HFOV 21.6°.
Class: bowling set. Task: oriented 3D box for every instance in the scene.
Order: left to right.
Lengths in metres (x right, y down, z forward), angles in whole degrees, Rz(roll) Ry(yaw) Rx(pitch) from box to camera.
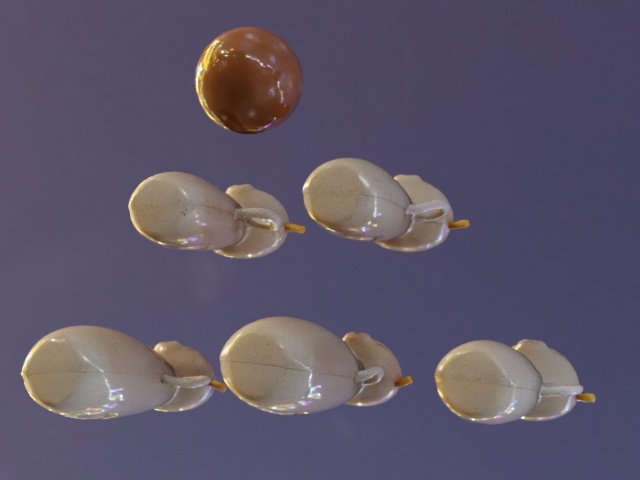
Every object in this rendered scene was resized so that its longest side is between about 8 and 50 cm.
[{"bbox_3d":[0.000,0.000,0.859,0.287,0.200,0.154,2,-5,22],"label":"bowling set"}]
